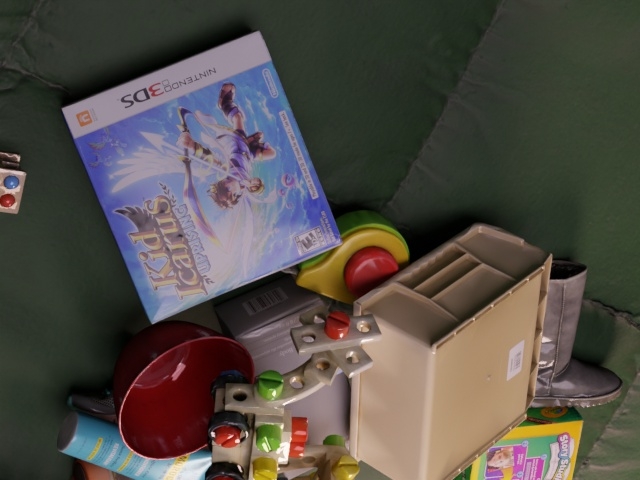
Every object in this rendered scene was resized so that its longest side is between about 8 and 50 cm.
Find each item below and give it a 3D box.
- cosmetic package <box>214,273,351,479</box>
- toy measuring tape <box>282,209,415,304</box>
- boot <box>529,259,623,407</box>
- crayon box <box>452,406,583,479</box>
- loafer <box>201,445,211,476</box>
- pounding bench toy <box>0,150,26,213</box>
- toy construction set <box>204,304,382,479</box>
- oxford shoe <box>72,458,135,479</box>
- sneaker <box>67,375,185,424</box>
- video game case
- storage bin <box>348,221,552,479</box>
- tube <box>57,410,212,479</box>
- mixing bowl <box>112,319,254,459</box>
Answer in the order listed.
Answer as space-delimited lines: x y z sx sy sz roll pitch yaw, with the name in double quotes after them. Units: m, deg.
-0.037 0.175 1.779 0.127 0.107 0.238 -25 118 -11 "cosmetic package"
0.000 0.000 1.704 0.330 0.121 0.121 22 106 -25 "toy measuring tape"
0.345 0.127 1.917 0.189 0.076 0.208 -4 109 -20 "boot"
0.267 0.360 1.987 0.165 0.081 0.278 -3 115 -19 "crayon box"
-0.099 0.364 1.847 0.092 0.102 0.268 -40 122 -5 "loafer"
-0.381 -0.069 1.560 0.083 0.065 0.052 8 112 -22 "pounding bench toy"
-0.027 0.231 1.645 0.215 0.151 0.328 3 122 -4 "toy construction set"
-0.252 0.442 1.820 0.132 0.130 0.364 -6 117 -24 "oxford shoe"
-0.236 0.193 1.750 0.166 0.065 0.076 6 93 -23 "sneaker"
-0.136 -0.074 1.595 0.244 0.061 0.269 -23 98 -7 "video game case"
0.169 0.149 1.756 0.260 0.123 0.262 -32 136 -37 "storage bin"
-0.224 0.267 1.720 0.207 0.052 0.080 24 113 -28 "tube"
-0.182 0.165 1.672 0.181 0.098 0.181 -21 131 -25 "mixing bowl"
